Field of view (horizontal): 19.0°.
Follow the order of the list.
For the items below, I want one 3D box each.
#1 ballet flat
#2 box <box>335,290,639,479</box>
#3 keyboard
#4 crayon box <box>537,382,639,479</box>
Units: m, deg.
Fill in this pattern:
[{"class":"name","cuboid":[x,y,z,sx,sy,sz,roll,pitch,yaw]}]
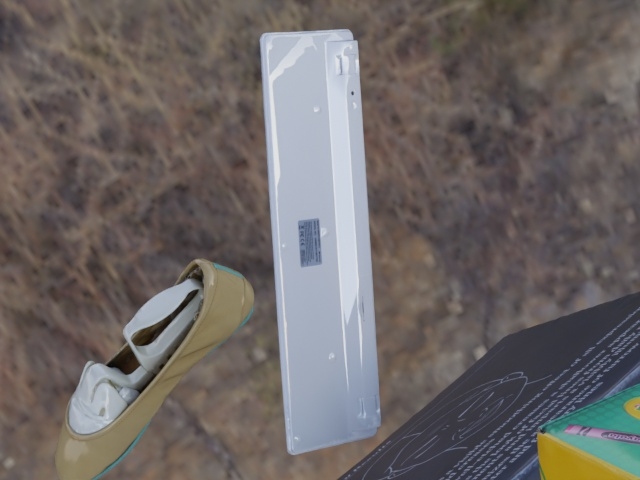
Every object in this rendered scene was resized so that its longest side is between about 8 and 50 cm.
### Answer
[{"class":"ballet flat","cuboid":[-0.155,0.104,1.596,0.232,0.073,0.080,-47,44,2]},{"class":"box","cuboid":[0.165,0.200,1.272,0.293,0.212,0.395,-38,4,-21]},{"class":"keyboard","cuboid":[0.000,0.000,1.174,0.072,0.256,0.014,-7,6,-34]},{"class":"crayon box","cuboid":[0.217,0.183,0.839,0.081,0.165,0.278,-19,23,-29]}]
